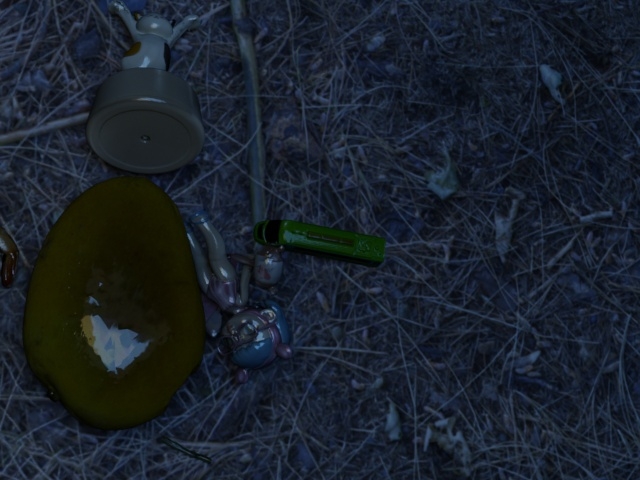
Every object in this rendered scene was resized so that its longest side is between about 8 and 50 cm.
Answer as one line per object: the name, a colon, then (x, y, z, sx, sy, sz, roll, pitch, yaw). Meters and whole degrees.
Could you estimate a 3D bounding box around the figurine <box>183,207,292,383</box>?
figurine: (-0.116, 0.067, 1.653, 0.205, 0.103, 0.260, -32, 82, 21)

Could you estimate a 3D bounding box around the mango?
mango: (-0.283, 0.082, 1.564, 0.253, 0.182, 0.365, 7, 77, -11)

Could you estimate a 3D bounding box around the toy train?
toy train: (0.000, 0.000, 1.759, 0.209, 0.042, 0.044, 11, 72, -16)

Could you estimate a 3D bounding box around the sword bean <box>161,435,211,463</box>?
sword bean: (-0.197, 0.307, 1.628, 0.083, 0.012, 0.012, 28, 69, -11)

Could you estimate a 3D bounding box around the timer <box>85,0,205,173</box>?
timer: (-0.263, -0.257, 1.707, 0.175, 0.175, 0.266, 8, 55, -16)

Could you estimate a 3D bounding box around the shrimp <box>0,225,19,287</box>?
shrimp: (-0.480, 0.044, 1.599, 0.095, 0.045, 0.162, -1, 70, -40)
